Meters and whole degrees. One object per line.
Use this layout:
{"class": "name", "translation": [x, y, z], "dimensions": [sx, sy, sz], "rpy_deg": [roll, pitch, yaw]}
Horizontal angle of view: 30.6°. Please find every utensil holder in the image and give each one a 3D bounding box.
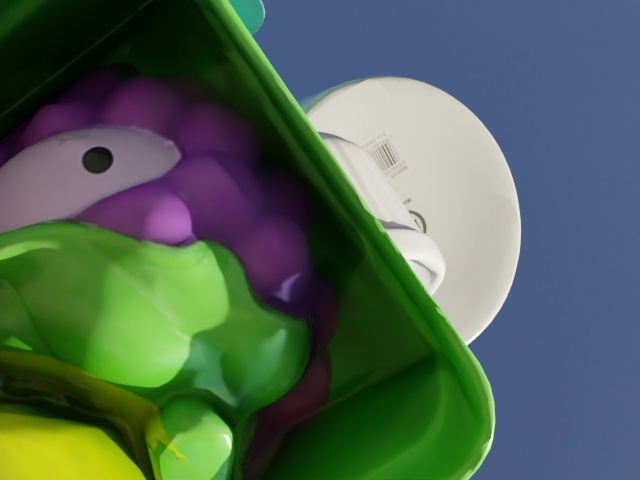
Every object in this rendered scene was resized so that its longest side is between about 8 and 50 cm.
{"class": "utensil holder", "translation": [0.000, 0.000, 1.354], "dimensions": [0.328, 0.385, 0.327], "rpy_deg": [3, -96, -26]}

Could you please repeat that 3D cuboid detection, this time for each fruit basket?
{"class": "fruit basket", "translation": [-0.139, 0.083, 0.407], "dimensions": [0.392, 0.392, 0.283], "rpy_deg": [-33, -93, -12]}

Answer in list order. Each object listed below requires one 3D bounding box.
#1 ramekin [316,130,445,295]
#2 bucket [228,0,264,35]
{"class": "ramekin", "translation": [-0.048, 0.021, 0.928], "dimensions": [0.273, 0.273, 0.127], "rpy_deg": [-20, -109, -4]}
{"class": "bucket", "translation": [-0.183, -0.251, 1.095], "dimensions": [0.183, 0.281, 0.281], "rpy_deg": [-3, -121, 17]}
